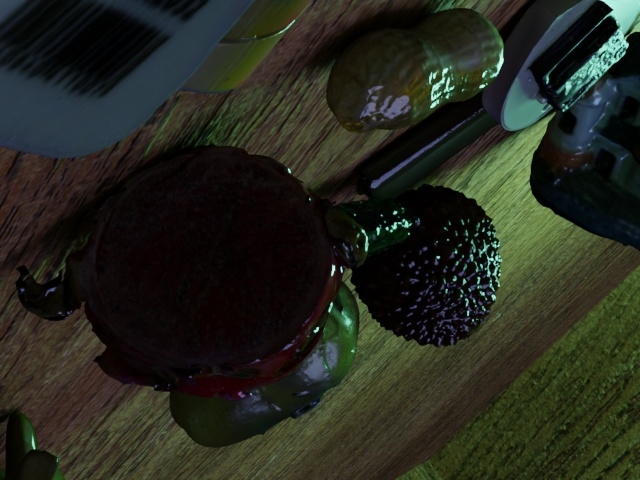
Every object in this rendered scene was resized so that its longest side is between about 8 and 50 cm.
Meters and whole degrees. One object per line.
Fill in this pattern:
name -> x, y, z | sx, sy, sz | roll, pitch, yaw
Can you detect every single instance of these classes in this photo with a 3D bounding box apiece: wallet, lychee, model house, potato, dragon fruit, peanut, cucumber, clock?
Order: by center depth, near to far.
dragon fruit -> -0.096, 0.031, 1.597 | 0.282, 0.211, 0.147 | -11, 161, 4
peanut -> 0.081, -0.147, 1.656 | 0.207, 0.087, 0.087 | -26, 163, -45
clock -> 0.246, -0.190, 1.925 | 0.198, 0.064, 0.172 | -45, 159, -1
cucumber -> 0.000, 0.000, 1.932 | 0.294, 0.067, 0.067 | -16, 156, -41
wallet -> 0.125, -0.105, 2.030 | 0.198, 0.031, 0.110 | -35, 167, -7
potato -> -0.059, 0.132, 2.128 | 0.248, 0.143, 0.169 | -40, 156, 17
lychee -> 0.121, 0.031, 2.184 | 0.188, 0.188, 0.188 | -35, 167, -9
model house -> 0.388, -0.144, 2.191 | 0.184, 0.253, 0.291 | -43, 156, -36

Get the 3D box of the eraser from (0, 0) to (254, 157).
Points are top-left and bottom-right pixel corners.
eraser -> -0.140, -0.164, 0.885 | 0.331, 0.150, 0.331 | -33, 165, -10

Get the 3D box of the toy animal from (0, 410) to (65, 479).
toy animal -> -0.339, 0.286, 1.936 | 0.181, 0.180, 0.363 | -26, -173, -14

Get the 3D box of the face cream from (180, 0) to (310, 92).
face cream -> -0.024, -0.197, 1.245 | 0.139, 0.067, 0.285 | -18, 157, -48
